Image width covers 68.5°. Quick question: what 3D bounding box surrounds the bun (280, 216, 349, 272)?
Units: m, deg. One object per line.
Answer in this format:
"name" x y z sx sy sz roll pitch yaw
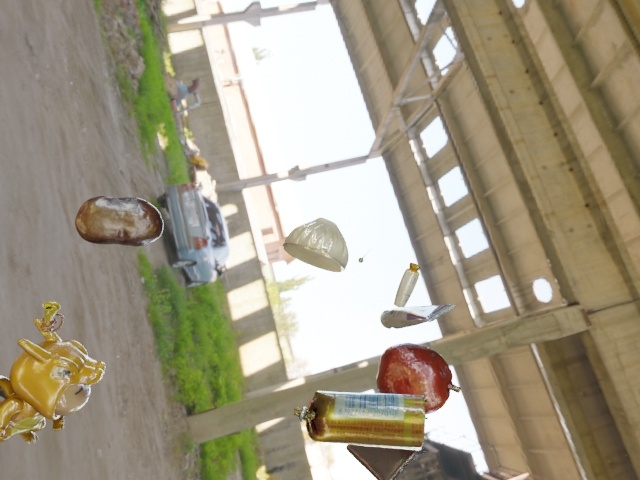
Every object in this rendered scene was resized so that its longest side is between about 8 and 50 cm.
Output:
"bun" 0.000 0.000 1.804 0.263 0.263 0.175 121 -8 -75

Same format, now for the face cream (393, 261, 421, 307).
"face cream" 0.338 0.175 1.833 0.051 0.072 0.182 31 -78 54

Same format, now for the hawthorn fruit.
"hawthorn fruit" 0.356 0.517 1.732 0.265 0.307 0.265 -38 134 -55

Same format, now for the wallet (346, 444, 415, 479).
"wallet" 0.233 0.809 1.806 0.229 0.182 0.049 28 -33 48

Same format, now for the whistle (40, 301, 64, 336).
"whistle" -0.788 0.229 1.374 0.057 0.046 0.109 -59 173 -65

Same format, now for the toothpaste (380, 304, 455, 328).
"toothpaste" 0.299 0.244 1.516 0.299 0.114 0.073 -27 -94 61

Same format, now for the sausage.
"sausage" 0.090 0.422 1.105 0.117 0.318 0.125 15 74 -79

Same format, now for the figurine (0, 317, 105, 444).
"figurine" -0.926 0.475 1.484 0.268 0.387 0.401 46 9 37

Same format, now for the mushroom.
"mushroom" -0.582 -0.065 1.378 0.217 0.227 0.148 -155 -103 -67

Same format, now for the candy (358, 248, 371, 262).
"candy" 0.198 0.068 2.076 0.023 0.083 0.025 34 21 -30
